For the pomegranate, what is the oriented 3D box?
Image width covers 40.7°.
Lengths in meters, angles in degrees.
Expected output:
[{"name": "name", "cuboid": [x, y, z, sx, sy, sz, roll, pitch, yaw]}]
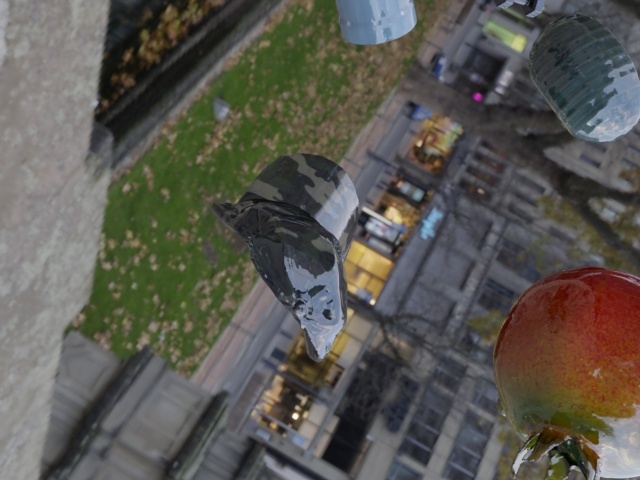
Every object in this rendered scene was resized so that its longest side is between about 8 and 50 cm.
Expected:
[{"name": "pomegranate", "cuboid": [0.282, 0.152, 0.904, 0.257, 0.221, 0.221, -51, 172, -29]}]

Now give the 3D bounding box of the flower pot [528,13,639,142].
[{"name": "flower pot", "cuboid": [0.475, -0.287, 1.545, 0.157, 0.243, 0.189, -35, 164, 14]}]

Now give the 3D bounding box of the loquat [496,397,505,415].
[{"name": "loquat", "cuboid": [0.322, 0.170, 1.197, 0.204, 0.149, 0.172, -46, 136, 4]}]

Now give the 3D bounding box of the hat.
[{"name": "hat", "cuboid": [0.000, 0.000, 1.606, 0.257, 0.366, 0.382, 4, -134, 50]}]

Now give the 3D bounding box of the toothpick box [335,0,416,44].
[{"name": "toothpick box", "cuboid": [0.058, -0.334, 1.066, 0.101, 0.101, 0.153, -57, 143, -40]}]

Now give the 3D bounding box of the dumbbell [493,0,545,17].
[{"name": "dumbbell", "cuboid": [0.303, -0.369, 1.321, 0.036, 0.083, 0.040, 38, -63, 56]}]
